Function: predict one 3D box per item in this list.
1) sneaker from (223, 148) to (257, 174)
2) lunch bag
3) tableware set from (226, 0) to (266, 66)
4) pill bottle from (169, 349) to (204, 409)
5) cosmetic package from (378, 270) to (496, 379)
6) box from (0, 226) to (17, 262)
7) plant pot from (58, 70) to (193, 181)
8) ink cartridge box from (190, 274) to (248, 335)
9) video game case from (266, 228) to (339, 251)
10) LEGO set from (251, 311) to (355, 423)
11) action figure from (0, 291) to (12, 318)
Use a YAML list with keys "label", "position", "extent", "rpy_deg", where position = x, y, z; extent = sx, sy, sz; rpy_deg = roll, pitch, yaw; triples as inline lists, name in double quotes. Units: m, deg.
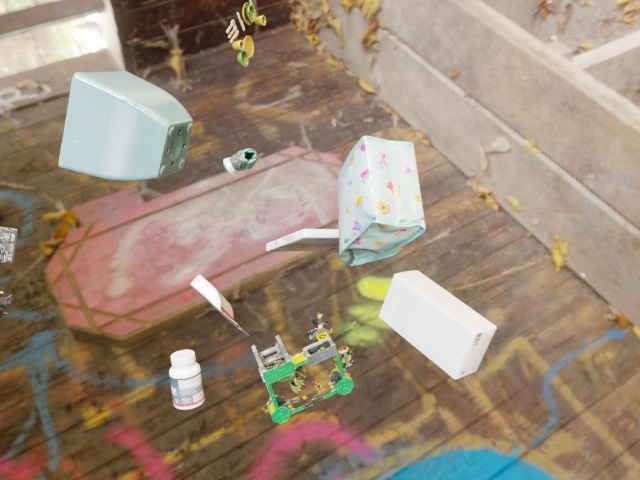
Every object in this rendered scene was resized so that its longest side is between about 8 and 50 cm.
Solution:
- label: "sneaker"
  position: [-0.210, -0.236, 1.811]
  extent: [0.076, 0.166, 0.065]
  rpy_deg: [-25, 102, 26]
- label: "lunch bag"
  position: [0.118, -0.080, 1.459]
  extent: [0.262, 0.160, 0.224]
  rpy_deg: [133, 137, -59]
- label: "tableware set"
  position: [-0.160, -0.468, 1.417]
  extent: [0.024, 0.154, 0.104]
  rpy_deg: [3, 139, 22]
- label: "pill bottle"
  position: [-0.458, 0.471, 2.142]
  extent: [0.108, 0.107, 0.180]
  rpy_deg: [19, 117, 60]
- label: "cosmetic package"
  position: [0.238, 0.169, 1.309]
  extent: [0.231, 0.085, 0.117]
  rpy_deg: [38, 121, 38]
- label: "box"
  position: [-0.768, 0.009, 1.507]
  extent: [0.018, 0.067, 0.083]
  rpy_deg: [-135, 56, -64]
- label: "plant pot"
  position: [-0.483, -0.283, 1.642]
  extent: [0.252, 0.248, 0.247]
  rpy_deg: [20, 110, 9]
- label: "ink cartridge box"
  position: [-0.264, 0.179, 1.728]
  extent: [0.179, 0.045, 0.145]
  rpy_deg: [35, 166, 19]
- label: "video game case"
  position: [0.000, 0.000, 1.686]
  extent: [0.206, 0.226, 0.026]
  rpy_deg: [-19, 74, 56]
- label: "LEGO set"
  position: [-0.069, 0.401, 2.006]
  extent: [0.255, 0.331, 0.192]
  rpy_deg: [65, 173, -26]
- label: "action figure"
  position: [-0.921, 0.219, 1.669]
  extent: [0.140, 0.164, 0.276]
  rpy_deg: [30, 122, 2]
